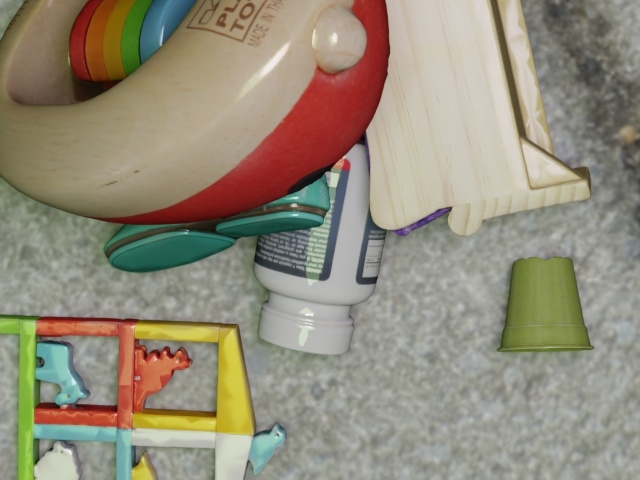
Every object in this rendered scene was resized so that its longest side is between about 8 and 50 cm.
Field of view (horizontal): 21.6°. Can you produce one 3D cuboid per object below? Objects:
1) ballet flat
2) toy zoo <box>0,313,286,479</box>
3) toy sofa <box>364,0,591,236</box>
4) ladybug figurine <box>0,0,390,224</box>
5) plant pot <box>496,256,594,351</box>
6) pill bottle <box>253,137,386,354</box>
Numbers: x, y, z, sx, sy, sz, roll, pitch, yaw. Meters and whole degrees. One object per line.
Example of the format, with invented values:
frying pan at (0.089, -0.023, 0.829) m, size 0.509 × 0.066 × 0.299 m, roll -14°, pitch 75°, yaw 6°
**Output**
ballet flat at (-0.085, -0.035, 1.387) m, size 0.247 × 0.083 × 0.087 m, roll -15°, pitch 69°, yaw 42°
toy zoo at (-0.176, 0.165, 1.494) m, size 0.293 × 0.030 × 0.192 m, roll 2°, pitch 96°, yaw 4°
toy sofa at (0.103, -0.190, 1.376) m, size 0.177 × 0.150 × 0.362 m, roll -12°, pitch 95°, yaw 10°
ladybug figurine at (-0.095, -0.132, 1.272) m, size 0.162 × 0.449 × 0.305 m, roll 40°, pitch 75°, yaw -30°
plant pot at (0.192, 0.055, 1.438) m, size 0.083 × 0.083 × 0.079 m, roll -1°, pitch 83°, yaw 4°
pill bottle at (0.000, 0.000, 1.424) m, size 0.108 × 0.108 × 0.180 m, roll 11°, pitch 97°, yaw 3°
